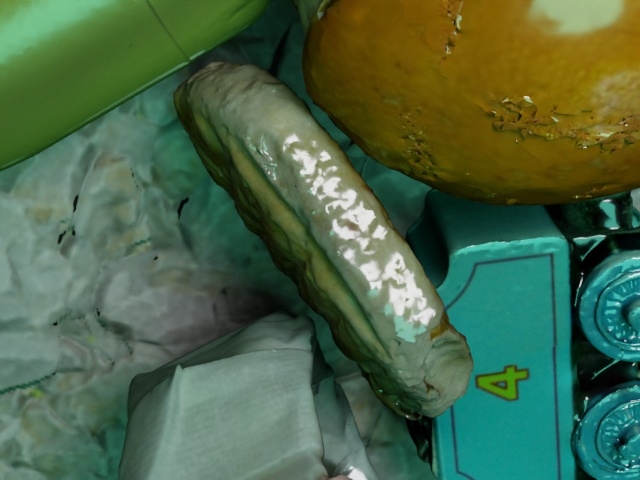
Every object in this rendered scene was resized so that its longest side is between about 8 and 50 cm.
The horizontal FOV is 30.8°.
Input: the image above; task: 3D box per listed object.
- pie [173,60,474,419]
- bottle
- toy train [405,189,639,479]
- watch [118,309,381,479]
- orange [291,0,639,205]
[{"bbox_3d":[0.000,0.000,0.548,0.046,0.195,0.195,-35,116,-8],"label":"pie"},{"bbox_3d":[-0.154,-0.087,0.517,0.260,0.112,0.112,-30,116,3],"label":"bottle"},{"bbox_3d":[0.121,0.058,0.645,0.154,0.107,0.197,-5,114,-1],"label":"toy train"},{"bbox_3d":[-0.010,0.142,0.573,0.162,0.241,0.253,-22,132,2],"label":"watch"},{"bbox_3d":[0.090,-0.129,0.483,0.240,0.240,0.240,-4,114,-10],"label":"orange"}]
